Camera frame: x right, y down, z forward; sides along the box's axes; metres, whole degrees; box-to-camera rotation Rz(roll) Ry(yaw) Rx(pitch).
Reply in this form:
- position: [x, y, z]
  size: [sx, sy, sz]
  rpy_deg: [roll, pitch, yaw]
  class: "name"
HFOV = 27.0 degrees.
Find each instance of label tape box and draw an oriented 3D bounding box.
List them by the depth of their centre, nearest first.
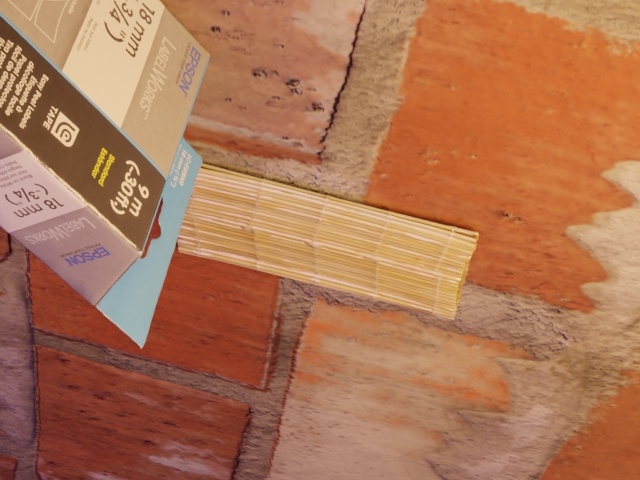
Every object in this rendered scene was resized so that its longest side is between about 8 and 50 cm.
- position: [-0.192, -0.102, 1.144]
  size: [0.106, 0.240, 0.333]
  rpy_deg: [-16, 134, 33]
  class: "label tape box"

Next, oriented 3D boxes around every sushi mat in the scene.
- position: [0.000, 0.000, 1.390]
  size: [0.317, 0.019, 0.151]
  rpy_deg: [14, 145, 3]
  class: "sushi mat"
